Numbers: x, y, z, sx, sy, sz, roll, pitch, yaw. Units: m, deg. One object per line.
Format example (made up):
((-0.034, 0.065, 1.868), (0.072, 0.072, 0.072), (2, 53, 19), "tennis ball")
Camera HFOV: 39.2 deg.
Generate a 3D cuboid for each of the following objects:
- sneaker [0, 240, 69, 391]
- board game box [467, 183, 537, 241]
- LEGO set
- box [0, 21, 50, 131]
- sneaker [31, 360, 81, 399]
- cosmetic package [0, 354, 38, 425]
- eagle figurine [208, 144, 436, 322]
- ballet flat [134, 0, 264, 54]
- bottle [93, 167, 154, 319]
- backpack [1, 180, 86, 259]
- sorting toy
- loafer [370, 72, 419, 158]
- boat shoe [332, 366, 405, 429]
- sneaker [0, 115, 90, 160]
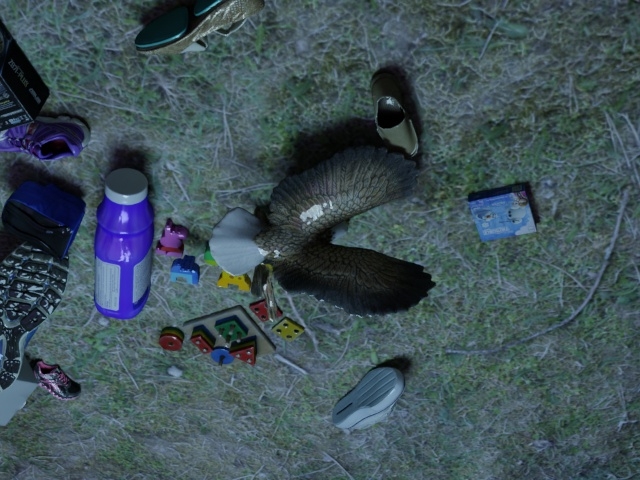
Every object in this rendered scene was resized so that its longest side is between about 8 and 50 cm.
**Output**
((-0.554, 0.112, 1.632), (0.130, 0.147, 0.330), (26, 111, -21), "sneaker")
((0.288, -0.043, 1.421), (0.090, 0.020, 0.090), (-12, 131, 19), "board game box")
((-0.173, 0.022, 1.512), (0.227, 0.087, 0.093), (7, 134, 1), "LEGO set")
((-0.525, -0.232, 1.335), (0.180, 0.077, 0.147), (-13, 130, 20), "box")
((-0.545, 0.286, 1.853), (0.119, 0.047, 0.057), (29, 119, -19), "sneaker")
((-0.683, 0.269, 1.732), (0.127, 0.107, 0.238), (-48, 145, 9), "cosmetic package")
((0.005, -0.006, 1.381), (0.298, 0.225, 0.226), (-7, 132, 39), "eagle figurine")
((-0.162, -0.294, 1.229), (0.206, 0.073, 0.067), (-20, 141, 30), "ballet flat")
((-0.328, 0.006, 1.499), (0.092, 0.118, 0.282), (12, 134, -2), "bottle")
((-0.459, -0.041, 1.488), (0.120, 0.101, 0.098), (26, 130, -9), "backpack")
((-0.167, 0.194, 1.700), (0.275, 0.046, 0.132), (-18, 128, 24), "sorting toy")
((0.105, -0.172, 1.309), (0.056, 0.050, 0.148), (-13, 129, 20), "loafer")
((0.110, 0.310, 1.753), (0.076, 0.083, 0.226), (19, 146, -25), "boat shoe")
((-0.447, -0.157, 1.398), (0.170, 0.071, 0.068), (0, 133, 10), "sneaker")
